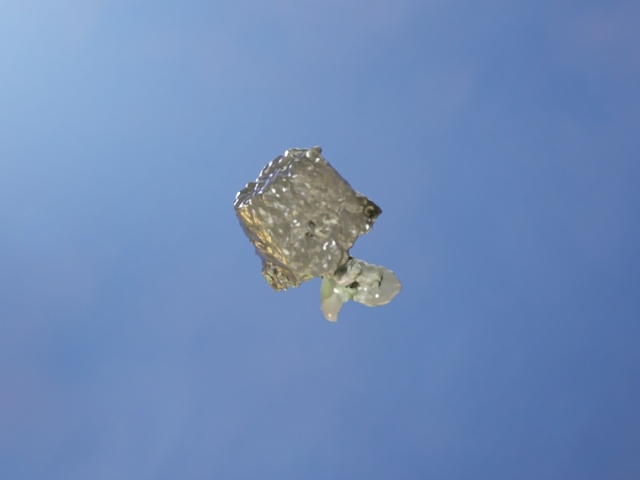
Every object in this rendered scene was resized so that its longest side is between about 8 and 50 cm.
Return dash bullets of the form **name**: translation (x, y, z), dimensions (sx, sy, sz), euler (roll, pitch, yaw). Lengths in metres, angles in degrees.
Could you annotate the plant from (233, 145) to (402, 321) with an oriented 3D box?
- **plant**: translation (0.000, 0.000, 1.741), dimensions (0.131, 0.203, 0.142), euler (-39, -161, -28)
